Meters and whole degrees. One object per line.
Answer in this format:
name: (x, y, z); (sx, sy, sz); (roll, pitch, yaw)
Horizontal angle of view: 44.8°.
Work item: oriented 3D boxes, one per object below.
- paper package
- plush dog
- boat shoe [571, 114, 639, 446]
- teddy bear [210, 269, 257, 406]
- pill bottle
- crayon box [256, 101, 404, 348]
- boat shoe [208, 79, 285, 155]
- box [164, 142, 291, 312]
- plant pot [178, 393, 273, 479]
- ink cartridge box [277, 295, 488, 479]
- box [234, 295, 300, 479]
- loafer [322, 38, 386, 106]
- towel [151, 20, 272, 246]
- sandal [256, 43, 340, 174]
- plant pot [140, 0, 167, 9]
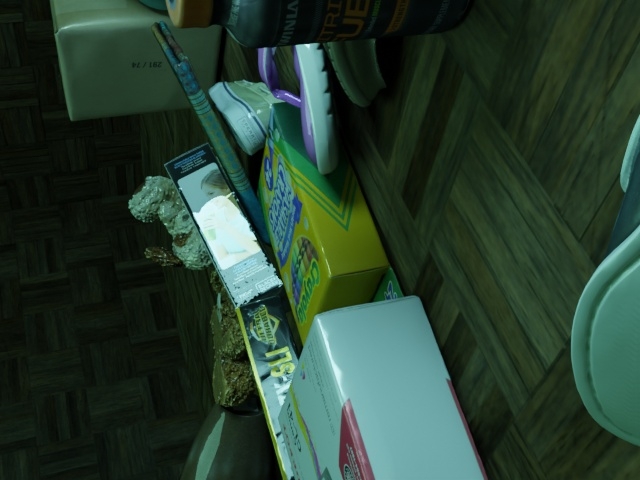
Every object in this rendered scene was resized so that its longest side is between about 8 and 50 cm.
paper package: (-0.376, -0.408, 1.604); (0.309, 0.325, 0.168); (111, 146, -60)
plush dog: (-0.251, -0.035, 1.633); (0.210, 0.262, 0.225); (51, -158, -46)
boat shoe: (0.201, -0.019, 0.372); (0.114, 0.091, 0.302); (21, 131, 17)
teddy bear: (-0.169, 0.180, 1.658); (0.245, 0.113, 0.338); (128, 139, -58)
pill bottle: (-0.006, -0.230, 0.647); (0.130, 0.246, 0.130); (170, 90, -73)
crayon box: (0.000, 0.000, 1.025); (0.203, 0.083, 0.323); (107, 149, -55)
boat shoe: (-0.108, -0.205, 1.244); (0.109, 0.094, 0.302); (62, 175, -24)
box: (-0.154, -0.004, 1.336); (0.290, 0.087, 0.169); (61, 175, 17)
plant pot: (-0.193, 0.461, 1.733); (0.215, 0.215, 0.230); (-133, 52, -61)
ink cartridge box: (0.054, 0.237, 0.900); (0.306, 0.131, 0.226); (109, 147, -55)
box: (-0.039, 0.281, 1.207); (0.257, 0.079, 0.322); (83, 169, -60)
loafer: (0.034, -0.260, 0.774); (0.102, 0.092, 0.268); (-105, -2, -55)
towel: (-0.178, -0.184, 1.348); (0.370, 0.040, 0.271); (65, 174, -34)
sandal: (-0.052, -0.278, 0.935); (0.169, 0.102, 0.416); (11, -112, -83)
plant pot: (-0.283, -0.558, 1.364); (0.255, 0.272, 0.271); (86, 168, -64)
